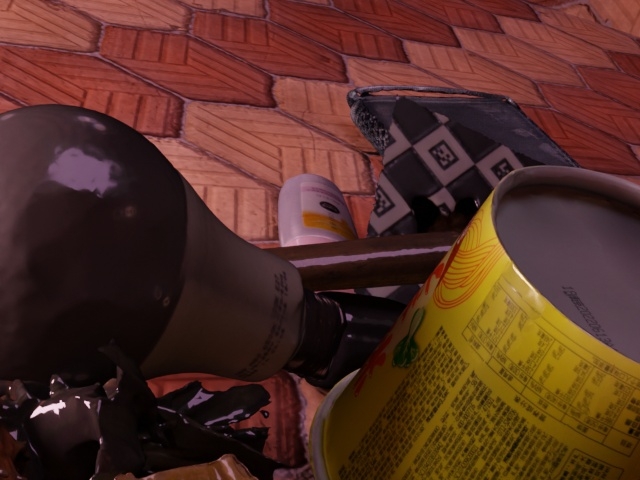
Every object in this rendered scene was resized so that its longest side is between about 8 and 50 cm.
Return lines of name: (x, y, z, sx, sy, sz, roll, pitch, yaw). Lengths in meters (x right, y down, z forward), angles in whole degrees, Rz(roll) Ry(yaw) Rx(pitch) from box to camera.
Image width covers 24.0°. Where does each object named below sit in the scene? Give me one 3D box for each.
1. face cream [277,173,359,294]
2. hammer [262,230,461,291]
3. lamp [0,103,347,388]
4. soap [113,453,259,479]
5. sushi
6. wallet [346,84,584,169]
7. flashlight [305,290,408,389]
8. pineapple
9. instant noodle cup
face cream: (0.000, 0.000, 1.389, 0.084, 0.057, 0.198, 23, 19, -16)
hammer: (-0.090, 0.033, 1.117, 0.440, 0.044, 0.168, -5, 33, -20)
lamp: (-0.116, 0.042, 0.963, 0.314, 0.182, 0.182, 37, 14, -26)
soap: (-0.027, 0.223, 0.721, 0.092, 0.037, 0.252, -1, 56, -45)
sushi: (0.133, 0.011, 1.371, 0.220, 0.047, 0.231, 24, 57, -16)
wallet: (0.185, -0.081, 1.734, 0.237, 0.075, 0.342, 3, 29, -24)
flashlight: (0.177, 0.100, 1.261, 0.424, 0.103, 0.103, 9, 24, -23)
pineapple: (-0.154, 0.124, 0.823, 0.364, 0.165, 0.165, 0, 29, -44)
instant noodle cup: (0.173, 0.104, 1.005, 0.311, 0.221, 0.311, 19, 32, -12)
